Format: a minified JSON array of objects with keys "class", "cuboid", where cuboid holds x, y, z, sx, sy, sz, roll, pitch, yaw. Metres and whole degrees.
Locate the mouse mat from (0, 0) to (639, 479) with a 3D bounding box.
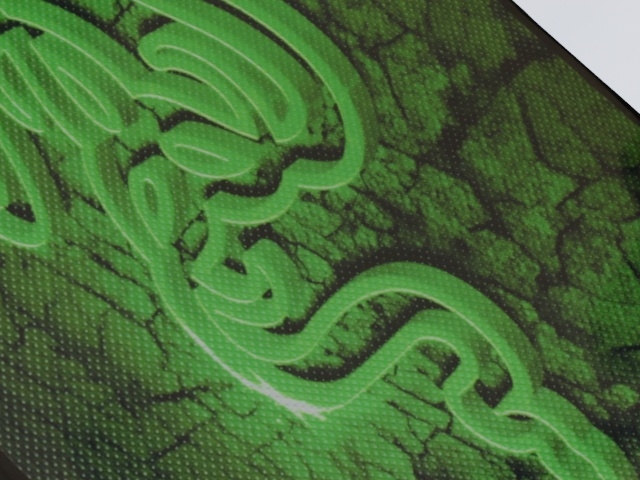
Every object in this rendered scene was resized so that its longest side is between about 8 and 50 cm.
[{"class":"mouse mat","cuboid":[0.000,0.000,0.345,0.152,0.189,0.007,-39,165,-35]}]
